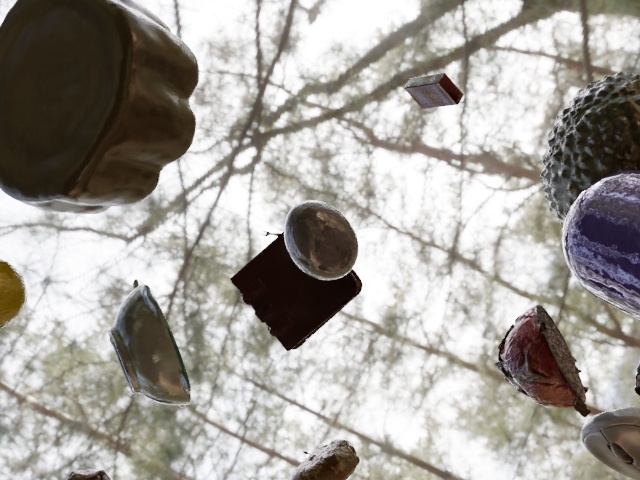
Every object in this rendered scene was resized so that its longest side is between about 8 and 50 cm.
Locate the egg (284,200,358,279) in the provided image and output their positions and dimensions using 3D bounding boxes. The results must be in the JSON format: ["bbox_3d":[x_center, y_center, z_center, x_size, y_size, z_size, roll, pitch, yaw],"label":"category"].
[{"bbox_3d":[0.000,0.000,1.683,0.146,0.146,0.199,-59,-44,-22],"label":"egg"}]

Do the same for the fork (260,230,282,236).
[{"bbox_3d":[-0.130,-0.017,2.162,0.012,0.115,0.016,16,-97,-36],"label":"fork"}]

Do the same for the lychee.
[{"bbox_3d":[0.452,-0.128,1.213,0.274,0.255,0.255,45,-113,-48],"label":"lychee"}]

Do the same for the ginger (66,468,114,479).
[{"bbox_3d":[-0.510,0.746,1.900,0.176,0.418,0.254,-26,-37,-12],"label":"ginger"}]

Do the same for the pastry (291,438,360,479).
[{"bbox_3d":[0.010,0.477,1.660,0.153,0.153,0.081,-31,-86,-57],"label":"pastry"}]

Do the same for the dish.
[{"bbox_3d":[-0.274,0.162,1.221,0.078,0.246,0.224,-21,-54,-19],"label":"dish"}]

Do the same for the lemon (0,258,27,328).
[{"bbox_3d":[-0.485,0.078,1.147,0.133,0.109,0.109,-18,-53,-48],"label":"lemon"}]

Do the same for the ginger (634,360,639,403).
[{"bbox_3d":[0.649,0.329,1.322,0.165,0.321,0.172,-33,-33,-22],"label":"ginger"}]

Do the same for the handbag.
[{"bbox_3d":[-0.060,0.116,2.085,0.275,0.260,0.084,-40,-6,8],"label":"handbag"}]

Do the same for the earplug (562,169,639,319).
[{"bbox_3d":[0.442,0.029,0.851,0.215,0.456,0.215,-6,-74,-22],"label":"earplug"}]

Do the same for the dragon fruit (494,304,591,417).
[{"bbox_3d":[0.436,0.259,1.643,0.224,0.148,0.218,59,-160,-7],"label":"dragon fruit"}]

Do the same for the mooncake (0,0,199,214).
[{"bbox_3d":[-0.372,-0.223,1.297,0.201,0.378,0.378,13,-82,-58],"label":"mooncake"}]

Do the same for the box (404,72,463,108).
[{"bbox_3d":[0.175,-0.231,1.236,0.051,0.082,0.023,40,-109,-29],"label":"box"}]

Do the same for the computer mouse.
[{"bbox_3d":[0.673,0.432,1.624,0.184,0.297,0.121,-33,45,48],"label":"computer mouse"}]
